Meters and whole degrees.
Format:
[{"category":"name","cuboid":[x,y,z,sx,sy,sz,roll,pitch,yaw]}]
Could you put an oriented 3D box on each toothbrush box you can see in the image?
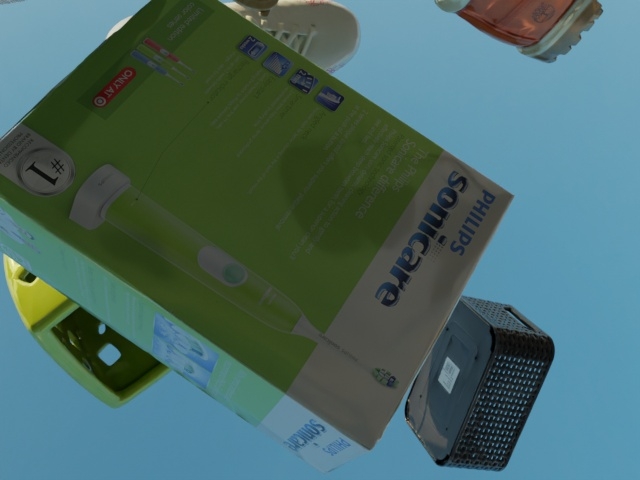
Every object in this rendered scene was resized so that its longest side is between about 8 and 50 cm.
[{"category":"toothbrush box","cuboid":[-0.047,-0.012,0.509,0.283,0.122,0.206,33,-117,3]}]

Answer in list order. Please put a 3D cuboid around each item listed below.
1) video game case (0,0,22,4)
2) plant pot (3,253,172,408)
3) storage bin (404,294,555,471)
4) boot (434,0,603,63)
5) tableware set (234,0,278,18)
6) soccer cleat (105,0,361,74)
[{"category":"video game case","cuboid":[-0.203,-0.271,0.407,0.036,0.329,0.300,30,-154,-2]},{"category":"plant pot","cuboid":[-0.239,0.022,0.871,0.227,0.228,0.207,-37,-121,-14]},{"category":"storage bin","cuboid":[0.182,0.167,0.877,0.084,0.122,0.180,11,-74,-22]},{"category":"boot","cuboid":[0.119,-0.163,0.355,0.085,0.158,0.059,15,-138,-21]},{"category":"tableware set","cuboid":[-0.110,-0.286,0.720,0.169,0.020,0.141,16,-127,-21]},{"category":"soccer cleat","cuboid":[-0.092,-0.234,0.902,0.331,0.143,0.116,-11,-78,-15]}]
